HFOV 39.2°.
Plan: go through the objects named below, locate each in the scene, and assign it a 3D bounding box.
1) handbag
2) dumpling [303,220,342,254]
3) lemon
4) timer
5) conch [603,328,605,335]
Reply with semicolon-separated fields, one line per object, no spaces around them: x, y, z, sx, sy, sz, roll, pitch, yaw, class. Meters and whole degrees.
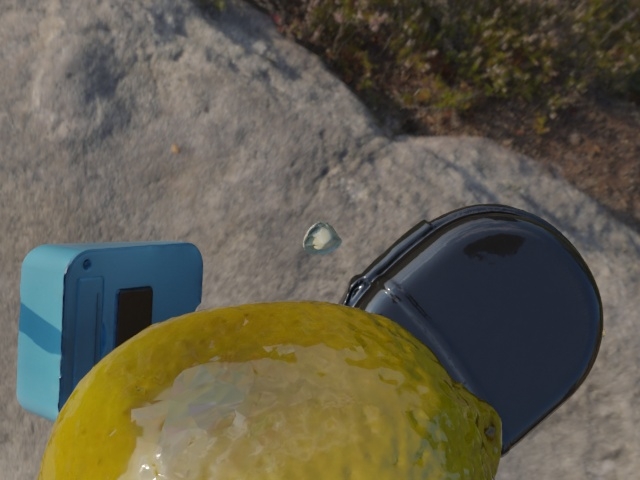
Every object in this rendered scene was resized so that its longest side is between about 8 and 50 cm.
0.156;0.102;0.960;0.308;0.093;0.254;-39;99;-4;handbag
-0.001;-0.001;1.467;0.043;0.077;0.059;43;100;17;dumpling
-0.029;0.129;0.465;0.260;0.204;0.204;-13;75;-2;lemon
-0.270;0.116;1.200;0.250;0.091;0.232;-2;97;-51;timer
0.431;0.147;1.709;0.093;0.330;0.109;-22;97;-27;conch
